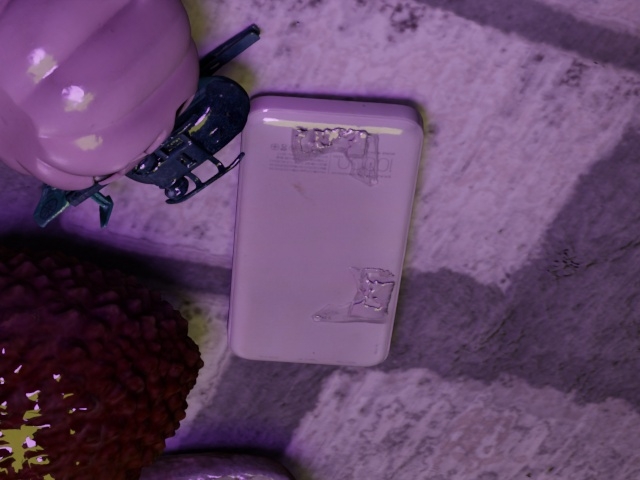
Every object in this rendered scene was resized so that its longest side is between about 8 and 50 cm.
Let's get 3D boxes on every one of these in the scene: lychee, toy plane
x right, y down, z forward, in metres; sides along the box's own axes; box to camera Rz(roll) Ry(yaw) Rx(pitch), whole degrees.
[{"bbox_3d":[-0.223,0.117,1.458,0.271,0.271,0.271,-2,134,-2],"label":"lychee"},{"bbox_3d":[-0.133,-0.072,1.365,0.235,0.096,0.060,-33,136,22],"label":"toy plane"}]

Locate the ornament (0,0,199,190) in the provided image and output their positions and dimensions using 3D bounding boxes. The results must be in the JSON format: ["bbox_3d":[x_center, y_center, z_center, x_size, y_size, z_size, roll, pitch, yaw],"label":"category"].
[{"bbox_3d":[-0.170,-0.130,1.261,0.177,0.177,0.177,-2,134,-2],"label":"ornament"}]

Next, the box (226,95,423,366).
[{"bbox_3d":[0.000,0.000,1.480,0.142,0.044,0.285,3,134,-4],"label":"box"}]

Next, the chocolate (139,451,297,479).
[{"bbox_3d":[-0.158,0.274,1.696,0.303,0.100,0.185,-6,124,-2],"label":"chocolate"}]
